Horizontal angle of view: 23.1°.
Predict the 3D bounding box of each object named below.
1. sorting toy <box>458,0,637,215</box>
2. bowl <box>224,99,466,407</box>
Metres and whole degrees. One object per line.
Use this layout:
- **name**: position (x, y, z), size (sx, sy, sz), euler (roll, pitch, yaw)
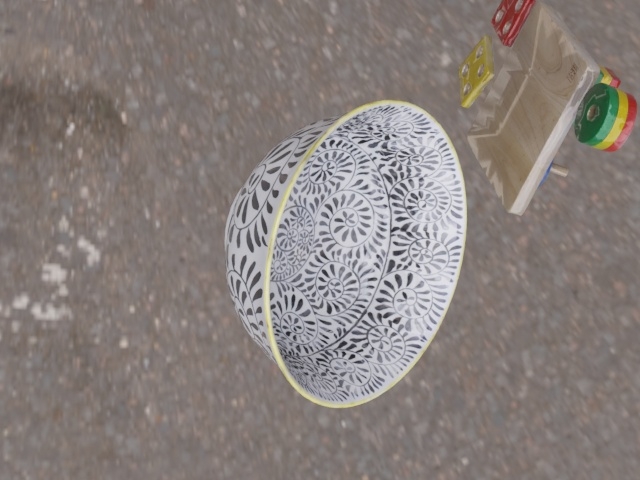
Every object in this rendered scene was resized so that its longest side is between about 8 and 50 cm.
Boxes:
- **sorting toy**: position (0.177, -0.105, 1.241), size (0.046, 0.274, 0.132), euler (17, 115, -20)
- **bowl**: position (0.000, 0.000, 0.869), size (0.170, 0.080, 0.170), euler (-20, 117, -45)
